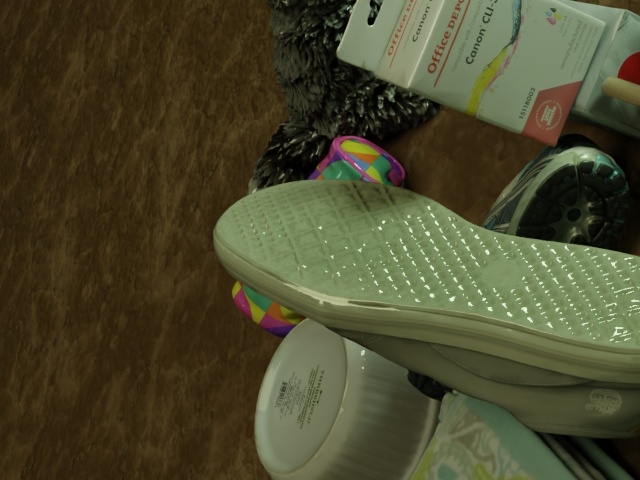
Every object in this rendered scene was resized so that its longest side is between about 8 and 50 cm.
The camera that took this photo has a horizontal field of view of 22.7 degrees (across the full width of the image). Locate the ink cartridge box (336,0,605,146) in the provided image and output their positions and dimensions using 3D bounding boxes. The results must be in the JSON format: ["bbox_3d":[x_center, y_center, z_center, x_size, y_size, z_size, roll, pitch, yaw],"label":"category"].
[{"bbox_3d":[0.124,-0.164,1.317,0.067,0.198,0.115,35,105,60],"label":"ink cartridge box"}]

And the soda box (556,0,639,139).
[{"bbox_3d":[0.212,-0.168,1.472,0.286,0.091,0.098,28,98,61],"label":"soda box"}]

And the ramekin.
[{"bbox_3d":[0.024,0.166,1.562,0.207,0.109,0.207,-37,42,44],"label":"ramekin"}]

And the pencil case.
[{"bbox_3d":[0.000,0.000,1.727,0.236,0.104,0.104,-57,31,26],"label":"pencil case"}]

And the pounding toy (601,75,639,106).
[{"bbox_3d":[0.318,-0.196,1.229,0.183,0.110,0.237,37,98,41],"label":"pounding toy"}]

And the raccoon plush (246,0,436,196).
[{"bbox_3d":[-0.042,-0.203,1.714,0.446,0.299,0.216,-58,31,21],"label":"raccoon plush"}]

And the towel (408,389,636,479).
[{"bbox_3d":[0.151,0.313,1.278,0.320,0.090,0.374,-65,29,14],"label":"towel"}]

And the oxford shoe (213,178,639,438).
[{"bbox_3d":[0.100,0.057,1.304,0.449,0.130,0.169,16,45,29],"label":"oxford shoe"}]

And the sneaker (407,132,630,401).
[{"bbox_3d":[0.177,0.027,1.427,0.283,0.110,0.122,-54,14,23],"label":"sneaker"}]
